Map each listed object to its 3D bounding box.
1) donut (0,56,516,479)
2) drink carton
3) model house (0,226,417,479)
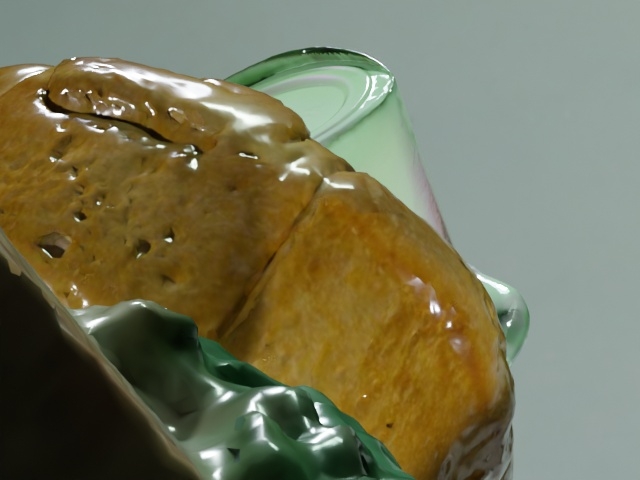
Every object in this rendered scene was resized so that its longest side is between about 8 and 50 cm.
[{"bbox_3d":[-0.048,0.043,0.622,0.227,0.226,0.114,18,52,27],"label":"donut"},{"bbox_3d":[0.000,0.000,0.897,0.146,0.142,0.144,-32,32,-20],"label":"drink carton"},{"bbox_3d":[-0.103,0.063,0.285,0.245,0.280,0.312,-38,25,-6],"label":"model house"}]
